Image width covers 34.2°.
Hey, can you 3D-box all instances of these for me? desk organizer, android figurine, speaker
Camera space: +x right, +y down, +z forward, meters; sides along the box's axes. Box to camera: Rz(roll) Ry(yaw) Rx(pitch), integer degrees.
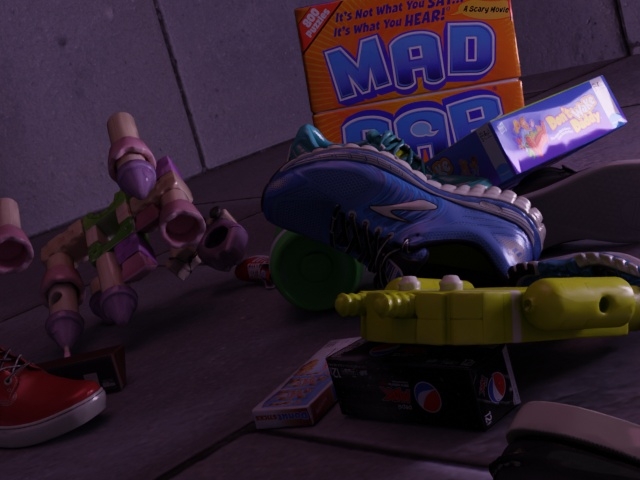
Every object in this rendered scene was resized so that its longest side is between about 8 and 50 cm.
[{"bbox_3d":[-0.299,0.166,1.266,0.130,0.047,0.050,-13,9,12],"label":"desk organizer"},{"bbox_3d":[0.147,0.059,0.911,0.273,0.056,0.248,2,-3,-27],"label":"android figurine"},{"bbox_3d":[0.000,0.000,1.430,0.131,0.131,0.296,-15,14,6],"label":"speaker"}]

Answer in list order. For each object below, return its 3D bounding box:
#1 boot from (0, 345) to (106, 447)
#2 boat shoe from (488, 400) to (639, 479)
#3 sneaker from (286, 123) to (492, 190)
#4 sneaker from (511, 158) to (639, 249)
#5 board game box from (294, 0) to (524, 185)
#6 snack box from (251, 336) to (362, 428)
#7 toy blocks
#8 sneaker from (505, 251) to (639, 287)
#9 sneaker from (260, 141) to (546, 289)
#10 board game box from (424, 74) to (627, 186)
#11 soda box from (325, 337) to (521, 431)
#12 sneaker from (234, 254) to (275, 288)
[{"bbox_3d":[-0.360,0.136,1.164,0.244,0.176,0.088,-9,11,28],"label":"boot"},{"bbox_3d":[0.185,0.161,0.443,0.113,0.127,0.340,-52,32,-18],"label":"boat shoe"},{"bbox_3d":[0.086,-0.086,1.328,0.275,0.110,0.107,10,16,13],"label":"sneaker"},{"bbox_3d":[0.344,-0.058,1.301,0.296,0.104,0.147,-14,15,32],"label":"sneaker"},{"bbox_3d":[0.163,-0.274,1.897,0.356,0.356,0.356,-10,12,3],"label":"board game box"},{"bbox_3d":[0.002,0.138,1.036,0.064,0.022,0.178,-9,13,29],"label":"snack box"},{"bbox_3d":[-0.276,0.036,1.493,0.288,0.309,0.260,-35,40,7],"label":"toy blocks"},{"bbox_3d":[0.276,0.036,1.039,0.083,0.071,0.190,-16,10,-31],"label":"sneaker"},{"bbox_3d":[0.083,-0.010,1.184,0.330,0.130,0.147,13,43,14],"label":"sneaker"},{"bbox_3d":[0.235,-0.104,1.499,0.233,0.078,0.347,-24,-5,-34],"label":"board game box"},{"bbox_3d":[0.085,0.122,0.898,0.053,0.060,0.169,-27,16,-40],"label":"soda box"},{"bbox_3d":[-0.089,0.048,1.565,0.118,0.042,0.067,-8,10,27],"label":"sneaker"}]
